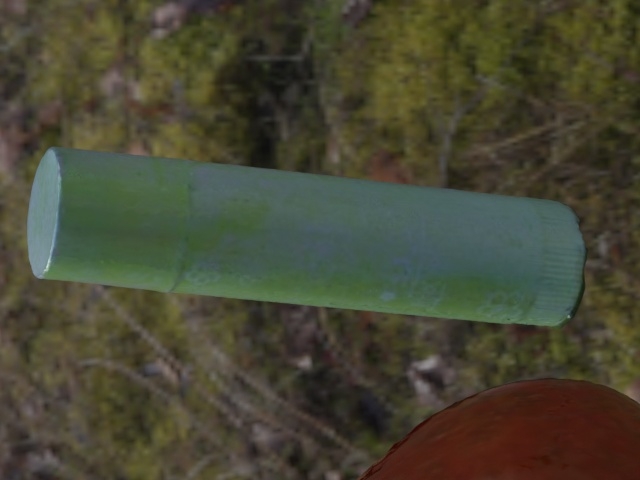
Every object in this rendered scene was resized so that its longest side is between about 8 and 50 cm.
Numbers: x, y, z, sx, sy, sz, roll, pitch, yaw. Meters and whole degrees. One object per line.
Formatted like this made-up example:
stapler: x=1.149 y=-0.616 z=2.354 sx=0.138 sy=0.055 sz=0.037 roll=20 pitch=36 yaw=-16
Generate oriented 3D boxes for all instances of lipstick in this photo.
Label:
lipstick: x=0.000 y=0.000 z=0.977 sx=0.076 sy=0.304 sz=0.076 roll=-174 pitch=90 yaw=-70

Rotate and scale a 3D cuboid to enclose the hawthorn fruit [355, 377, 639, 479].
hawthorn fruit: x=0.055 y=0.141 z=0.533 sx=0.185 sy=0.202 sz=0.185 roll=49 pitch=152 yaw=38
